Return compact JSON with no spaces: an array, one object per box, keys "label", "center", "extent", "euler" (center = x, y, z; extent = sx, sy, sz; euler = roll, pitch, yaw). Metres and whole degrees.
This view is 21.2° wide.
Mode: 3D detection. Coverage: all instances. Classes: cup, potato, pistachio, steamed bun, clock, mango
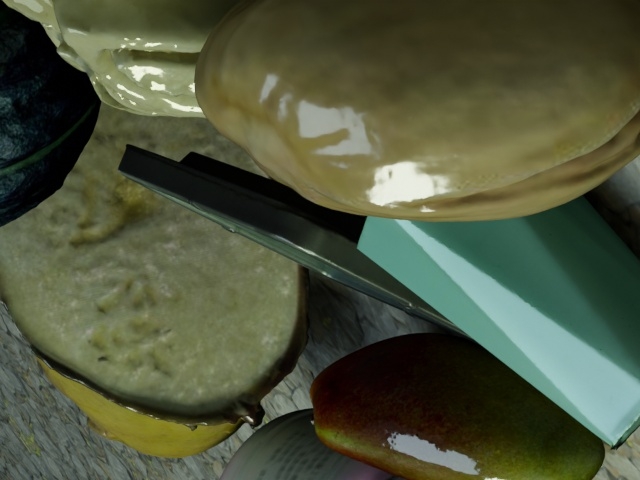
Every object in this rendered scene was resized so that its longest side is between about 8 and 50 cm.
[{"label":"cup","center":[0.152,0.032,1.193],"extent":[0.236,0.148,0.134],"euler":[47,-172,16]},{"label":"potato","center":[-0.197,0.030,1.658],"extent":[0.397,0.290,0.296],"euler":[54,158,-2]},{"label":"pistachio","center":[0.068,-0.097,1.029],"extent":[0.162,0.293,0.182],"euler":[76,-168,-57]},{"label":"steamed bun","center":[-0.086,-0.207,1.133],"extent":[0.203,0.276,0.289],"euler":[48,150,26]},{"label":"clock","center":[0.000,-0.001,1.394],"extent":[0.273,0.049,0.279],"euler":[27,177,-39]},{"label":"mango","center":[0.109,0.144,1.427],"extent":[0.267,0.133,0.111],"euler":[13,134,31]}]

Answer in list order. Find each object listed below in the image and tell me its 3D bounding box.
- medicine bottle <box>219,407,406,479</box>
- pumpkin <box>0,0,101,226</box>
[{"label":"medicine bottle","center":[0.068,0.286,1.561],"extent":[0.302,0.241,0.241],"euler":[6,128,49]},{"label":"pumpkin","center":[-0.337,-0.168,1.350],"extent":[0.363,0.266,0.363],"euler":[36,144,33]}]
